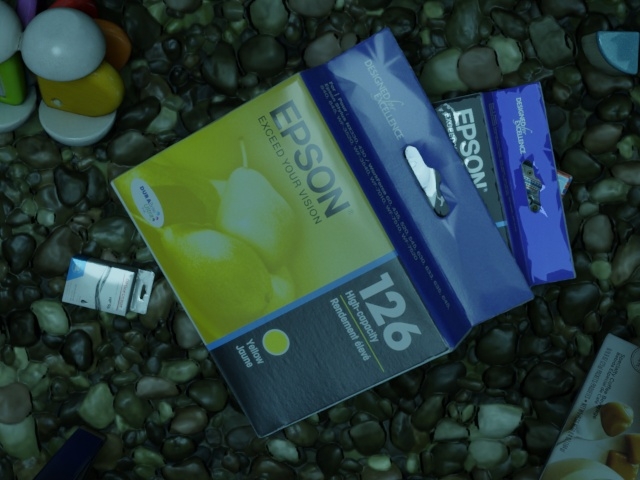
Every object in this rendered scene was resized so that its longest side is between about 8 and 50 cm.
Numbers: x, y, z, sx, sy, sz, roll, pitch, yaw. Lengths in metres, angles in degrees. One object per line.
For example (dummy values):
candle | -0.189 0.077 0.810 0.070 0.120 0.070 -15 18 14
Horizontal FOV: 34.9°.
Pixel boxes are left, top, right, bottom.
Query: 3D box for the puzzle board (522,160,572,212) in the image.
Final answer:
puzzle board | 0.181 -0.048 1.046 0.128 0.011 0.096 24 97 -3

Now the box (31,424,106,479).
box | -0.273 0.272 0.977 0.037 0.225 0.136 28 96 -3

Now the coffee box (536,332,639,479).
coffee box | 0.286 0.234 0.981 0.141 0.098 0.246 26 76 16

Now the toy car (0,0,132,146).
toy car | -0.270 -0.184 0.975 0.182 0.159 0.136 9 62 -2

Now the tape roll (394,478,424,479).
tape roll | 0.095 0.367 1.068 0.219 0.072 0.219 0 98 0

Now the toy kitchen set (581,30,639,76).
toy kitchen set | 0.367 -0.240 0.967 0.207 0.122 0.166 1 97 -1

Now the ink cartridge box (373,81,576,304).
ink cartridge box | 0.135 -0.038 1.016 0.208 0.045 0.206 -12 97 10

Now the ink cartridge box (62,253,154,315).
ink cartridge box | -0.217 0.047 1.048 0.083 0.028 0.048 13 97 -2

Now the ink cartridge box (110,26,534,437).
ink cartridge box | 0.000 0.000 0.992 0.307 0.072 0.303 -28 94 18
